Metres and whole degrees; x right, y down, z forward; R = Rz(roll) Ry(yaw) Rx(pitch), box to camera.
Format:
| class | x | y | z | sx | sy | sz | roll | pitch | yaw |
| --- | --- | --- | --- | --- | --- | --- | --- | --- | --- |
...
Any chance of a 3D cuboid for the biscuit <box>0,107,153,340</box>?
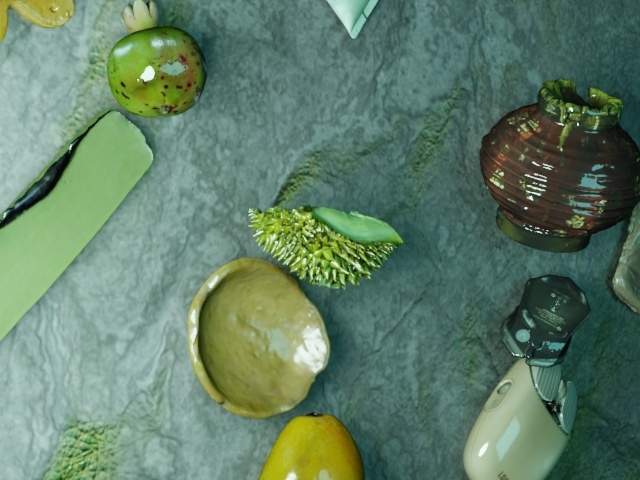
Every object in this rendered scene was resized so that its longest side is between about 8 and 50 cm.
| class | x | y | z | sx | sy | sz | roll | pitch | yaw |
| --- | --- | --- | --- | --- | --- | --- | --- | --- | --- |
| biscuit | -0.298 | -0.014 | 1.359 | 0.099 | 0.038 | 0.322 | 54 | 57 | -30 |

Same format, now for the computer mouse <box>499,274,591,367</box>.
| class | x | y | z | sx | sy | sz | roll | pitch | yaw |
| --- | --- | --- | --- | --- | --- | --- | --- | --- | --- |
| computer mouse | 0.329 | 0.122 | 1.864 | 0.106 | 0.062 | 0.192 | 31 | 49 | 11 |

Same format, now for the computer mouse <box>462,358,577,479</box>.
| class | x | y | z | sx | sy | sz | roll | pitch | yaw |
| --- | --- | --- | --- | --- | --- | --- | --- | --- | --- |
| computer mouse | 0.297 | 0.274 | 1.840 | 0.236 | 0.082 | 0.145 | -49 | 118 | -29 |

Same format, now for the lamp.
| class | x | y | z | sx | sy | sz | roll | pitch | yaw |
| --- | --- | --- | --- | --- | --- | --- | --- | --- | --- |
| lamp | 0.344 | -0.109 | 1.798 | 0.247 | 0.247 | 0.247 | 1 | 88 | -41 |

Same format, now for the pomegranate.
| class | x | y | z | sx | sy | sz | roll | pitch | yaw |
| --- | --- | --- | --- | --- | --- | --- | --- | --- | --- |
| pomegranate | -0.187 | -0.206 | 1.423 | 0.114 | 0.114 | 0.142 | -1 | 66 | -41 |

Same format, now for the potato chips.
| class | x | y | z | sx | sy | sz | roll | pitch | yaw |
| --- | --- | --- | --- | --- | --- | --- | --- | --- | --- |
| potato chips | -0.082 | 0.117 | 1.526 | 0.208 | 0.062 | 0.195 | -5 | 91 | -41 |

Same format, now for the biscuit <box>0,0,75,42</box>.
| class | x | y | z | sx | sy | sz | roll | pitch | yaw |
| --- | --- | --- | --- | --- | --- | --- | --- | --- | --- |
| biscuit | -0.331 | -0.311 | 1.333 | 0.197 | 0.049 | 0.301 | 42 | 63 | -27 |

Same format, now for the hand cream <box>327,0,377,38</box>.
| class | x | y | z | sx | sy | sz | roll | pitch | yaw |
| --- | --- | --- | --- | --- | --- | --- | --- | --- | --- |
| hand cream | 0.006 | -0.358 | 1.629 | 0.205 | 0.050 | 0.078 | 48 | 57 | -34 |

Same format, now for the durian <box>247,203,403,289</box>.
| class | x | y | z | sx | sy | sz | roll | pitch | yaw |
| --- | --- | --- | --- | --- | --- | --- | --- | --- | --- |
| durian | -0.003 | 0.009 | 1.539 | 0.221 | 0.137 | 0.095 | 23 | 62 | -49 |

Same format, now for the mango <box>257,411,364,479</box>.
| class | x | y | z | sx | sy | sz | roll | pitch | yaw |
| --- | --- | --- | --- | --- | --- | --- | --- | --- | --- |
| mango | -0.022 | 0.335 | 1.539 | 0.138 | 0.113 | 0.253 | 32 | 71 | -35 |

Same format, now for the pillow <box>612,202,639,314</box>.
| class | x | y | z | sx | sy | sz | roll | pitch | yaw |
| --- | --- | --- | --- | --- | --- | --- | --- | --- | --- |
| pillow | 0.541 | 0.014 | 2.093 | 0.135 | 0.034 | 0.211 | 36 | 67 | -38 |
